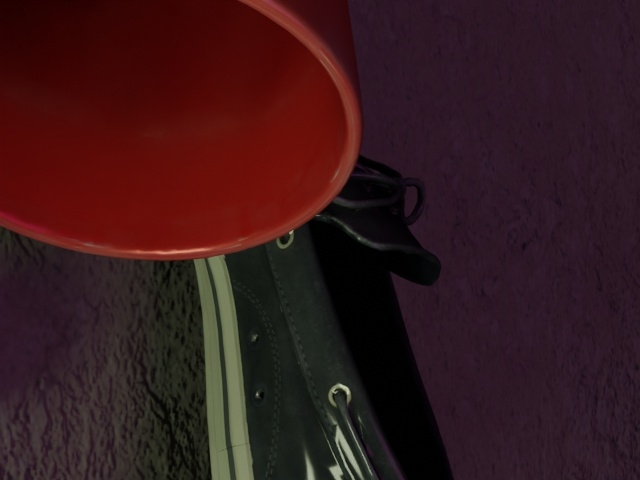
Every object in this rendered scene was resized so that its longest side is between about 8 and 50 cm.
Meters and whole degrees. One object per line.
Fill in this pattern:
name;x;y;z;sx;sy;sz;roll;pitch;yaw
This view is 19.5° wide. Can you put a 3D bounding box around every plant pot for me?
plant pot;-0.105;-0.160;1.094;0.275;0.275;0.243;48;35;-45

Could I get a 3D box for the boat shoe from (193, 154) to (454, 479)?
boat shoe;0.000;0.000;1.281;0.187;0.156;0.500;23;56;-61
